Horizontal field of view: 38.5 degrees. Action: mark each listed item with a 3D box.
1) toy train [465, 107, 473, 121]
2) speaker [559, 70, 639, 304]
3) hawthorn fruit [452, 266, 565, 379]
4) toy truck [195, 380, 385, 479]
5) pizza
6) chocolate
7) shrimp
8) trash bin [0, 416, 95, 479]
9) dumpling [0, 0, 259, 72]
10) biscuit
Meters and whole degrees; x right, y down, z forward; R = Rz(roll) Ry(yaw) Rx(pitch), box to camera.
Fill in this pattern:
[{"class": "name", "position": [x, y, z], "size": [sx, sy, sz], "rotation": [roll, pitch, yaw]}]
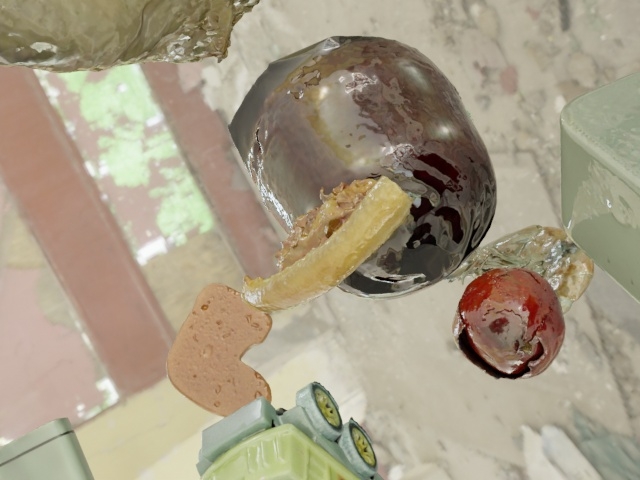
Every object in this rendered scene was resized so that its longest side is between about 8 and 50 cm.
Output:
[{"class": "toy train", "position": [0.214, -0.235, 1.630], "size": [0.050, 0.122, 0.081], "rotation": [-60, 25, 25]}, {"class": "speaker", "position": [0.427, -0.001, 0.971], "size": [0.406, 0.183, 0.184], "rotation": [53, 160, 42]}, {"class": "hawthorn fruit", "position": [0.249, 0.114, 1.182], "size": [0.172, 0.148, 0.148], "rotation": [-114, 3, -68]}, {"class": "toy truck", "position": [0.007, 0.155, 0.446], "size": [0.169, 0.077, 0.100], "rotation": [52, -165, -26]}, {"class": "pizza", "position": [0.001, 0.003, 0.934], "size": [0.056, 0.134, 0.271], "rotation": [31, 149, -20]}, {"class": "chocolate", "position": [0.083, -0.074, 1.395], "size": [0.383, 0.384, 0.331], "rotation": [90, 166, -51]}, {"class": "shrimp", "position": [0.342, 0.078, 1.686], "size": [0.085, 0.247, 0.360], "rotation": [40, 157, -28]}, {"class": "trash bin", "position": [-0.382, 0.330, 1.282], "size": [0.130, 0.116, 0.059], "rotation": [63, -178, 9]}, {"class": "dumpling", "position": [-0.155, -0.117, 0.416], "size": [0.166, 0.332, 0.086], "rotation": [-38, 65, 54]}, {"class": "biscuit", "position": [-0.141, 0.181, 1.454], "size": [0.186, 0.192, 0.036], "rotation": [23, 168, 13]}]
